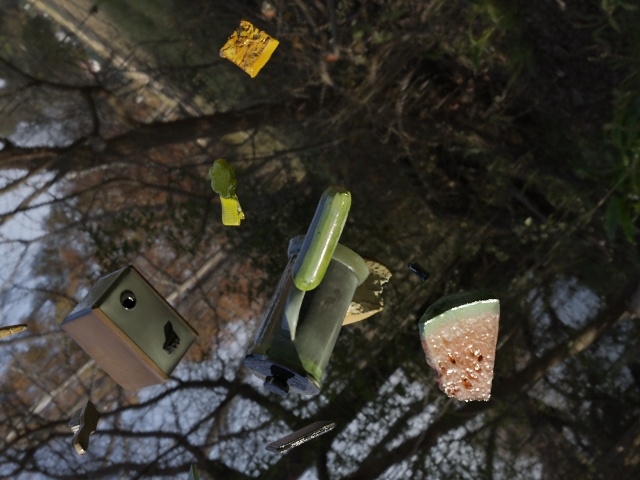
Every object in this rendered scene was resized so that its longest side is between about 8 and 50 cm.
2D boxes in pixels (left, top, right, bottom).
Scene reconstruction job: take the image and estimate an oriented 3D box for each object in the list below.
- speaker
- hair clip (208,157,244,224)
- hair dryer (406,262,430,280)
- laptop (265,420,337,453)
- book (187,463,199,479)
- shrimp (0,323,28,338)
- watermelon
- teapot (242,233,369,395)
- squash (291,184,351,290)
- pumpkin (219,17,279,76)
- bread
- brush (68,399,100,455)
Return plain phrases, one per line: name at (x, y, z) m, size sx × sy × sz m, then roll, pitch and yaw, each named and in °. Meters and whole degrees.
speaker at (-0.428, 0.198, 1.622) m, size 0.192 × 0.153 × 0.231 m, roll -21°, pitch 117°, yaw 43°
hair clip at (-0.236, -0.121, 1.804) m, size 0.046 × 0.072 × 0.173 m, roll -67°, pitch -27°, yaw -58°
hair dryer at (0.230, 0.068, 1.741) m, size 0.047 × 0.026 × 0.083 m, roll 40°, pitch -176°, yaw 33°
laptop at (-0.042, 0.390, 1.441) m, size 0.180 × 0.129 × 0.016 m, roll 131°, pitch 117°, yaw -73°
book at (-0.327, 0.666, 1.889) m, size 0.017 × 0.103 × 0.135 m, roll 2°, pitch -146°, yaw -21°
shrimp at (-1.048, 0.306, 2.341) m, size 0.150 × 0.217 × 0.051 m, roll -3°, pitch -102°, yaw -85°
watermelon at (0.338, 0.257, 1.718) m, size 0.140 × 0.193 × 0.256 m, roll -75°, pitch -26°, yaw -80°
teapot at (-0.038, 0.164, 1.579) m, size 0.200 × 0.337 × 0.270 m, roll 18°, pitch 154°, yaw 10°
squash at (0.000, 0.000, 1.396) m, size 0.066 × 0.229 × 0.066 m, roll 17°, pitch -155°, yaw -8°
pumpkin at (-0.125, -0.338, 1.277) m, size 0.074 × 0.083 × 0.054 m, roll 39°, pitch -173°, yaw 8°
bread at (0.031, 0.099, 1.830) m, size 0.224 × 0.183 × 0.211 m, roll -10°, pitch 142°, yaw 32°
brush at (-0.679, 0.535, 2.044) m, size 0.070 × 0.065 × 0.327 m, roll 66°, pitch 171°, yaw -10°
